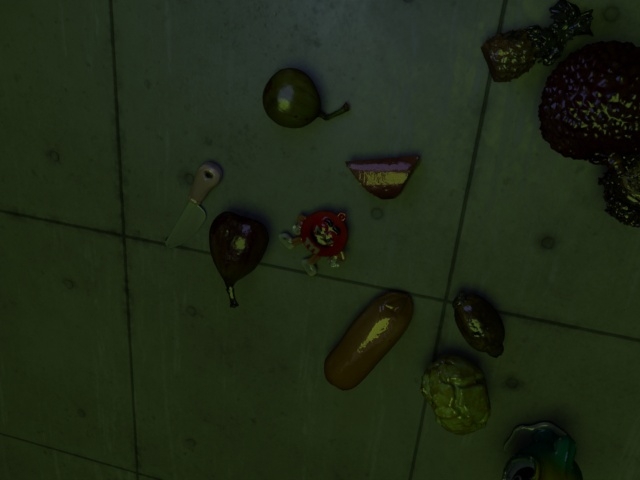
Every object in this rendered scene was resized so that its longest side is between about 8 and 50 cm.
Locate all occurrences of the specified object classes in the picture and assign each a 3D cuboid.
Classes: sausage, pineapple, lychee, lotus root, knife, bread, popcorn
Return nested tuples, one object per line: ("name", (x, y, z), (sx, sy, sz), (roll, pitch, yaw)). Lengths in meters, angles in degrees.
("sausage", (0.139, 0.285, 1.750), (0.134, 0.116, 0.354), (38, 114, 9))
("pineapple", (0.481, -0.440, 1.337), (0.237, 0.111, 0.119), (-22, 137, 15))
("lychee", (0.594, -0.274, 1.274), (0.264, 0.264, 0.299), (-11, 74, 20))
("lotus root", (0.431, 0.227, 1.632), (0.120, 0.120, 0.209), (-32, 99, 26))
("knife", (-0.369, -0.090, 1.783), (0.081, 0.043, 0.336), (30, 124, -5))
("bread", (0.167, -0.159, 1.568), (0.193, 0.067, 0.119), (-4, 112, 18))
("popcorn", (0.380, 0.429, 1.696), (0.184, 0.204, 0.221), (-25, 89, 24))

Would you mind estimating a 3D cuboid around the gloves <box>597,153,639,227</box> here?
("gloves", (0.773, -0.158, 1.352), (0.312, 0.135, 0.210), (-32, 101, 26))

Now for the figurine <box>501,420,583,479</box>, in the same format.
("figurine", (0.605, 0.675, 1.653), (0.232, 0.340, 0.323), (23, 119, 6))

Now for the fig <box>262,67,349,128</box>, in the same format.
("fig", (-0.054, -0.351, 1.531), (0.148, 0.186, 0.142), (-48, 49, 19))

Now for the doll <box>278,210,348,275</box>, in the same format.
("doll", (0.000, 0.000, 1.680), (0.217, 0.085, 0.183), (-33, 100, 35))

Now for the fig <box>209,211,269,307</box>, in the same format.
("fig", (-0.237, 0.057, 1.729), (0.170, 0.145, 0.274), (10, 101, 13))
